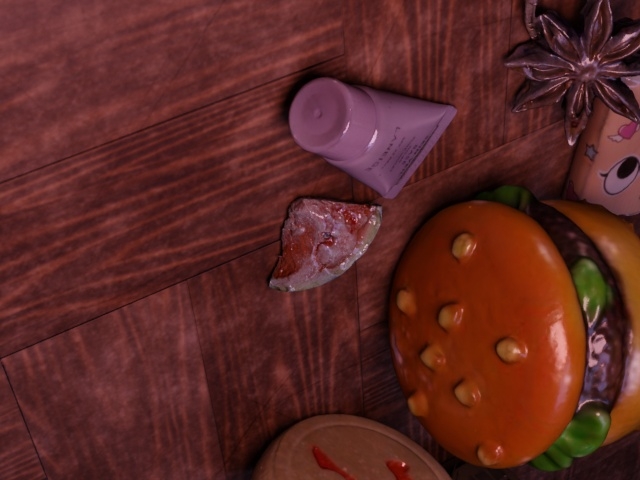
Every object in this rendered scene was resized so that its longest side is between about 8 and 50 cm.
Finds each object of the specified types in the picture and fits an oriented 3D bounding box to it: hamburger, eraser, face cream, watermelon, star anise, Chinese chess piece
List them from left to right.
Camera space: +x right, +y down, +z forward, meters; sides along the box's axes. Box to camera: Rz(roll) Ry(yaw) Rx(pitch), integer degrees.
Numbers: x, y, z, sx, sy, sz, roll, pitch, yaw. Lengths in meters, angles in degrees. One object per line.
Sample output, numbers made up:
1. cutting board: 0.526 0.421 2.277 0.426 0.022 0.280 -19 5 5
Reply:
1. watermelon: 0.000 0.000 1.487 0.187 0.071 0.139 -39 135 -1
2. Chinese chess piece: 0.052 0.413 1.682 0.338 0.338 0.140 -3 131 -35
3. face cream: 0.068 -0.131 1.416 0.274 0.096 0.154 11 116 -57
4. hamburger: 0.264 0.116 1.570 0.278 0.395 0.395 -3 127 -33
5. star anise: 0.339 -0.244 1.489 0.230 0.081 0.262 -30 124 32
6. eraser: 0.454 -0.165 1.662 0.171 0.087 0.290 -16 134 -27

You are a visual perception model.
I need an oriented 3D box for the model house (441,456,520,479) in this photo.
1. model house: 0.211 0.498 1.969 0.243 0.204 0.211 -20 137 -35
